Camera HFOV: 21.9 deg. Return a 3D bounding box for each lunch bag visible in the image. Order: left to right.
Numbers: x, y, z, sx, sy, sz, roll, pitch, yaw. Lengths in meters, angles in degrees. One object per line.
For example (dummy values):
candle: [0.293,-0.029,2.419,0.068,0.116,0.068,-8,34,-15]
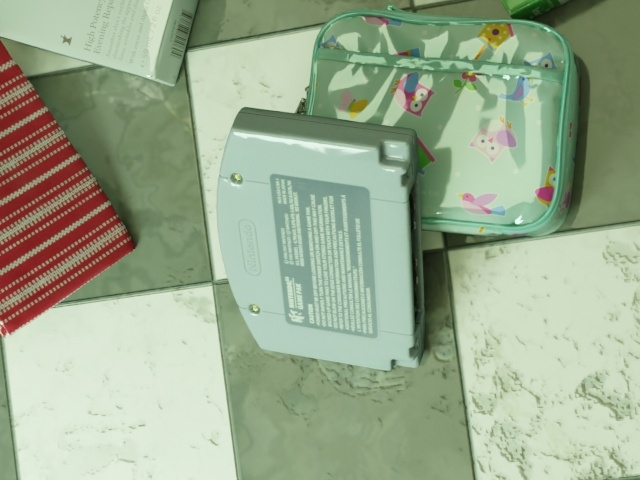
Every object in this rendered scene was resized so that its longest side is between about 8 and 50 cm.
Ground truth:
lunch bag: [0.114,-0.120,1.642,0.279,0.108,0.224,6,90,15]

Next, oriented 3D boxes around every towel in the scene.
towel: [-0.333,-0.059,1.704,0.031,0.199,0.275,-26,99,52]

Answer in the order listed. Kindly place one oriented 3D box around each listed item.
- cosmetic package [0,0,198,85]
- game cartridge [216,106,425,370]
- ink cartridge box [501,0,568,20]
cosmetic package: [-0.253,-0.249,1.754,0.231,0.085,0.117,15,92,13]
game cartridge: [0.000,0.000,1.611,0.198,0.062,0.297,12,135,17]
ink cartridge box: [0.251,-0.327,1.621,0.208,0.087,0.153,-25,82,12]
